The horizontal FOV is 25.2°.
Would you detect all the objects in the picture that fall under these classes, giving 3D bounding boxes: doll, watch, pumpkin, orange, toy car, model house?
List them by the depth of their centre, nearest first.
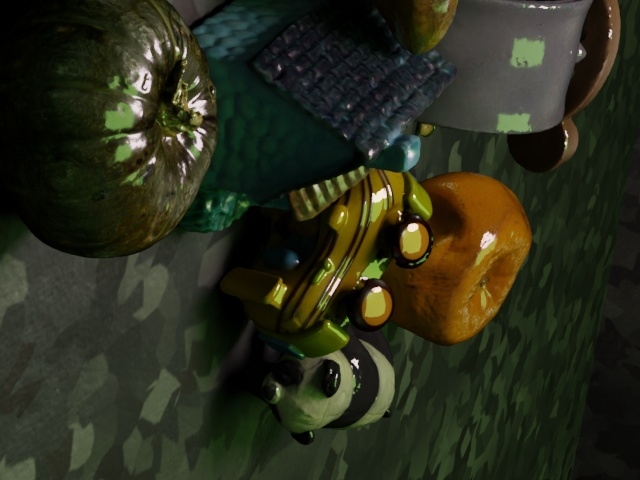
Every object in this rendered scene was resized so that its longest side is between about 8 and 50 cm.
[{"bbox_3d":[-0.165,-0.096,1.122,0.223,0.157,0.224,3,90,-70],"label":"pumpkin"},{"bbox_3d":[0.011,-0.120,1.427,0.261,0.241,0.226,-47,143,-50],"label":"model house"},{"bbox_3d":[0.000,0.000,1.572,0.142,0.200,0.248,42,70,-34],"label":"toy car"},{"bbox_3d":[0.149,-0.247,1.653,0.327,0.335,0.314,-12,122,-45],"label":"watch"},{"bbox_3d":[0.007,0.157,1.678,0.143,0.135,0.234,-48,158,12],"label":"doll"},{"bbox_3d":[0.175,0.020,1.992,0.249,0.183,0.249,-39,149,-29],"label":"orange"}]

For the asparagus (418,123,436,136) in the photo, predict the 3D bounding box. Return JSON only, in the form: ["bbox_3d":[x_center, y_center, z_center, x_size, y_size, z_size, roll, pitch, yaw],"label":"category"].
[{"bbox_3d":[0.165,-0.187,2.039,0.108,0.025,0.021,-60,174,-40],"label":"asparagus"}]

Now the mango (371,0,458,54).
[{"bbox_3d":[0.065,-0.333,1.416,0.193,0.146,0.316,105,-25,-64],"label":"mango"}]
